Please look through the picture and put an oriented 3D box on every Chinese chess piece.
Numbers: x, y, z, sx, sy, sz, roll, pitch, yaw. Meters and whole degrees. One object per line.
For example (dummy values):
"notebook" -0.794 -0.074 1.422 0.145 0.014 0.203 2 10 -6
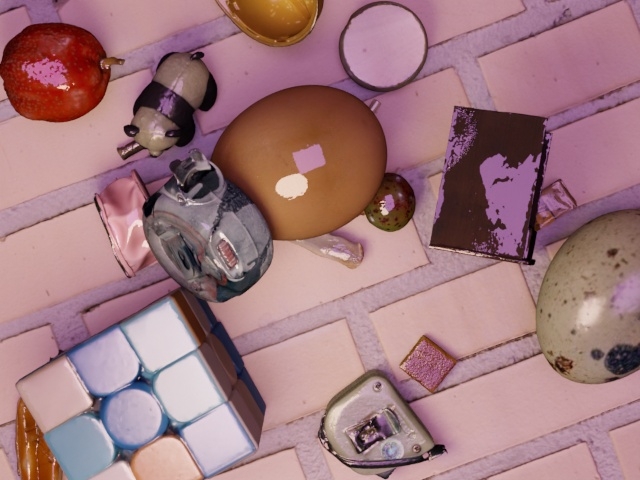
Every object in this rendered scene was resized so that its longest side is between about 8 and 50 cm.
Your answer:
"Chinese chess piece" 0.132 -0.408 1.892 0.188 0.083 0.188 0 97 -1

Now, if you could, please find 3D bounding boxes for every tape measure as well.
"tape measure" 0.120 0.419 1.922 0.207 0.115 0.235 -37 93 0
"tape measure" -0.224 -0.011 1.706 0.275 0.256 0.147 51 56 -6

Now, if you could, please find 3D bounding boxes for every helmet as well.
"helmet" -0.088 -0.525 1.856 0.257 0.140 0.205 36 125 10

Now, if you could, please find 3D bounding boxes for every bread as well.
"bread" 0.234 0.268 1.951 0.094 0.035 0.090 38 92 -1

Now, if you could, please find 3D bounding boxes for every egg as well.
"egg" -0.048 -0.151 1.796 0.374 0.301 0.301 -17 93 21
"egg" 0.593 0.116 1.815 0.287 0.287 0.379 25 92 -1

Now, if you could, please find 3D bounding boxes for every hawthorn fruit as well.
"hawthorn fruit" -0.522 -0.346 1.838 0.253 0.205 0.205 -5 93 -1

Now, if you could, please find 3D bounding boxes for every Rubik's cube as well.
"Rubik's cube" -0.338 0.314 1.802 0.346 0.347 0.344 -30 94 2

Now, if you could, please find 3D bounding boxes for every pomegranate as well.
"pomegranate" 0.137 -0.080 1.890 0.130 0.130 0.130 0 93 0

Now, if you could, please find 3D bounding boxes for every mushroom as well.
"mushroom" -0.002 0.003 1.933 0.202 0.054 0.059 21 88 4

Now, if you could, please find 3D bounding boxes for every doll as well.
"doll" -0.312 -0.286 1.862 0.143 0.135 0.234 31 83 -1

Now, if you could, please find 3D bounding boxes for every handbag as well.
"handbag" -0.390 -0.034 1.867 0.116 0.179 0.205 -26 101 -7

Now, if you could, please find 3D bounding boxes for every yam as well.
"yam" -0.376 -0.216 1.929 0.129 0.027 0.033 -30 94 1

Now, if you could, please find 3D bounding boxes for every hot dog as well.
"hot dog" -0.605 0.446 1.946 0.109 0.072 0.270 1 92 2

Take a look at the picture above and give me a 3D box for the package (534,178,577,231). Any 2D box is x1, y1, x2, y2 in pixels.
"package" 0.479 -0.069 1.925 0.131 0.047 0.071 -37 93 15

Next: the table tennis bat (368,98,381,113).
"table tennis bat" 0.080 -0.235 1.933 0.087 0.013 0.156 35 94 -1

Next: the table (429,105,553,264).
"table" 0.353 -0.104 1.804 0.196 0.250 0.282 10 92 17
